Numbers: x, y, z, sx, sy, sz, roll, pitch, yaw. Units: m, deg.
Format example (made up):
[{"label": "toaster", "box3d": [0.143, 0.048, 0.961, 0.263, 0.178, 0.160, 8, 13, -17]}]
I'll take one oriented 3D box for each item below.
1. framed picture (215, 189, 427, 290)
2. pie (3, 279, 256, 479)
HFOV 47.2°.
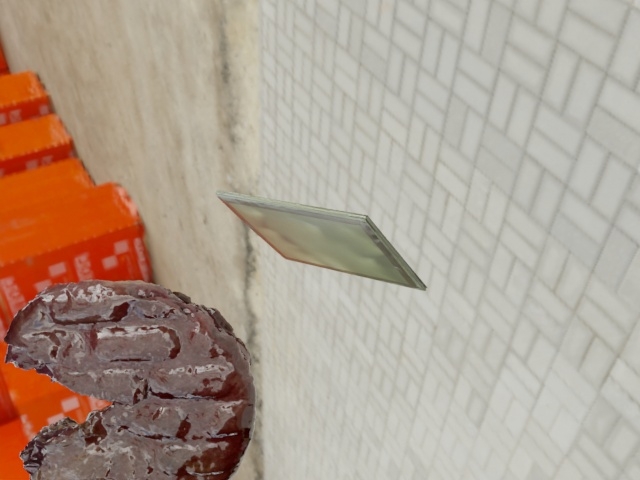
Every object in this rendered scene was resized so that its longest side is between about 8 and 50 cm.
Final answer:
[{"label": "framed picture", "box3d": [0.000, 0.000, 0.887, 0.231, 0.010, 0.173, 12, 158, 37]}, {"label": "pie", "box3d": [-0.154, 0.132, 0.594, 0.054, 0.205, 0.218, -88, 10, -73]}]
